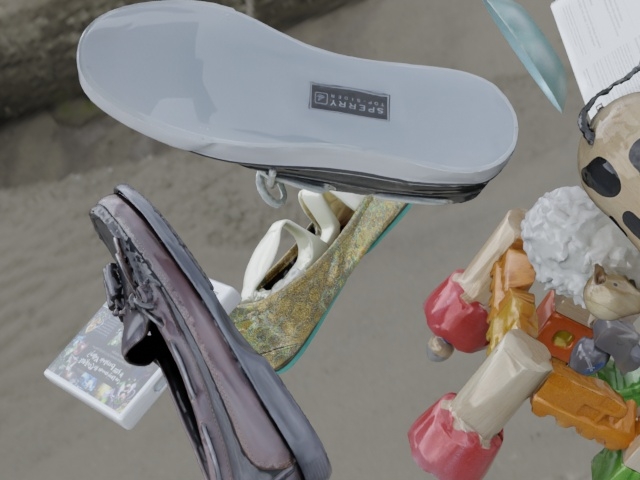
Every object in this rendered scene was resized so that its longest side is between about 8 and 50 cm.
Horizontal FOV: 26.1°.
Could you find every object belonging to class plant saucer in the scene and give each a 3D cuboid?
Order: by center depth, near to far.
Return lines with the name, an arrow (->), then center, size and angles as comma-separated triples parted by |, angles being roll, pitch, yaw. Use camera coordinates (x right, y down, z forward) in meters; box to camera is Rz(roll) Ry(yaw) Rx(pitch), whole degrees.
plant saucer -> 0.280, -0.258, 1.832 | 0.037, 0.195, 0.195 | -34, 46, 8

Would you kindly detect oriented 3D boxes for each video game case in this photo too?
video game case -> -0.185, 0.100, 1.418 | 0.173, 0.022, 0.190 | -50, 32, -16

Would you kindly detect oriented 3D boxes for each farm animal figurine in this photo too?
farm animal figurine -> 0.299, 0.006, 0.946 | 0.172, 0.330, 0.327 | -28, 63, -39

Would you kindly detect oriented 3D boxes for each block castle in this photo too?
block castle -> 0.316, 0.192, 1.419 | 0.212, 0.453, 0.303 | -58, 12, 33

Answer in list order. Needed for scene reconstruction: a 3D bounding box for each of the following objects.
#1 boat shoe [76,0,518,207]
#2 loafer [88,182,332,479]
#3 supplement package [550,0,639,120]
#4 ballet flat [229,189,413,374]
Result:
boat shoe -> -0.020, -0.086, 0.977 | 0.306, 0.105, 0.113 | 6, 65, -10
loafer -> -0.109, 0.081, 1.053 | 0.095, 0.109, 0.302 | -32, 63, -13
supplement package -> 0.426, -0.206, 1.467 | 0.263, 0.198, 0.199 | -31, 53, 27
ballet flat -> 0.000, 0.000, 1.592 | 0.123, 0.123, 0.348 | 13, 51, 33
